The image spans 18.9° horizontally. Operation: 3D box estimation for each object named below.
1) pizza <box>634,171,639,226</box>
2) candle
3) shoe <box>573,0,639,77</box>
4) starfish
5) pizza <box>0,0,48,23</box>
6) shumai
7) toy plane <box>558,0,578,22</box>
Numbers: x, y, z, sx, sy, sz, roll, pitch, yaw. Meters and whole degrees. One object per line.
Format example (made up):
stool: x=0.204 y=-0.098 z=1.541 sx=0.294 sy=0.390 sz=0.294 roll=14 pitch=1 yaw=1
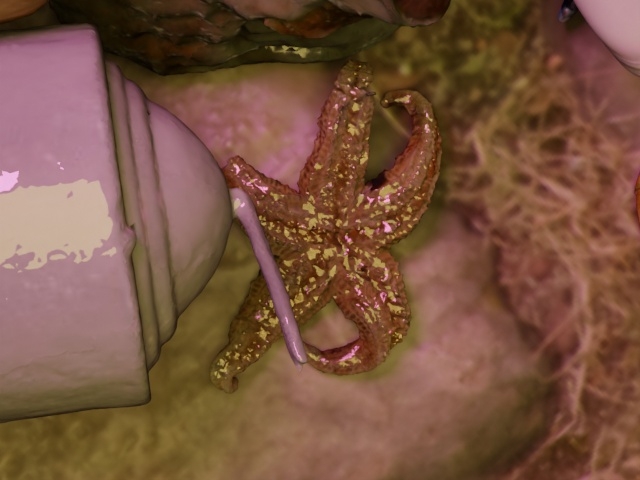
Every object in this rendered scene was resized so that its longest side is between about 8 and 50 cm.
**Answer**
pizza: x=0.211 y=-0.008 z=1.154 sx=0.037 sy=0.016 sz=0.083 roll=-24 pitch=94 yaw=-9
candle: x=-0.195 y=-0.003 z=1.024 sx=0.342 sy=0.221 sz=0.221 roll=-8 pitch=95 yaw=-8
shoe: x=0.122 y=-0.260 z=1.015 sx=0.160 sy=0.132 sz=0.363 roll=-4 pitch=76 yaw=-43
starfish: x=0.000 y=0.001 z=1.120 sx=0.150 sy=0.053 sz=0.210 roll=37 pitch=92 yaw=-2
pizza: x=-0.208 y=-0.148 z=0.988 sx=0.188 sy=0.080 sz=0.204 roll=23 pitch=65 yaw=14
shumai: x=-0.050 y=-0.198 z=1.028 sx=0.272 sy=0.203 sz=0.222 roll=3 pitch=94 yaw=-2
toy plane: x=0.209 y=-0.231 z=1.106 sx=0.169 sy=0.078 sz=0.246 roll=34 pitch=91 yaw=-6
